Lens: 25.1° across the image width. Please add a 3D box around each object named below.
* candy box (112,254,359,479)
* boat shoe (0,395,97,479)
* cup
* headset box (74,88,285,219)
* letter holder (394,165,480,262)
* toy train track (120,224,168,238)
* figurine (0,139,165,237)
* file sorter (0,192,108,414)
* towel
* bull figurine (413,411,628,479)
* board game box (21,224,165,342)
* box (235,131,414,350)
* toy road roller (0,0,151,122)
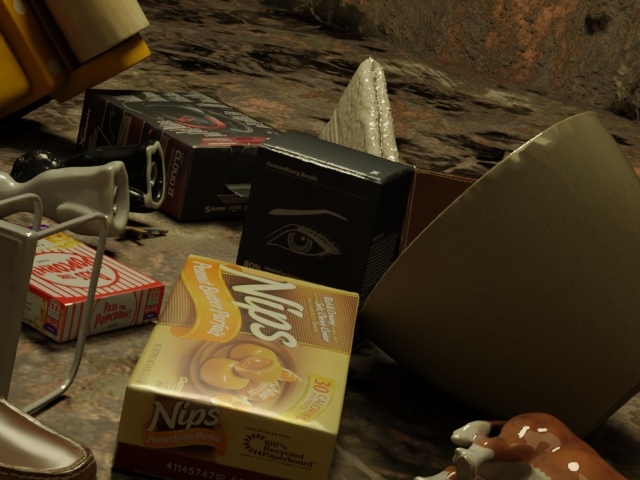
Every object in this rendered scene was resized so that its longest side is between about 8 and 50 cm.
[{"bbox_3d":[-0.068,0.122,1.339,0.183,0.087,0.316,14,20,0],"label":"candy box"},{"bbox_3d":[-0.323,0.125,1.110,0.324,0.116,0.123,17,17,11],"label":"boat shoe"},{"bbox_3d":[0.237,0.068,1.469,0.237,0.331,0.331,49,29,15],"label":"cup"},{"bbox_3d":[-0.172,-0.120,2.018,0.218,0.110,0.293,-4,24,-44],"label":"headset box"},{"bbox_3d":[0.224,0.057,1.740,0.302,0.214,0.152,10,-15,-8],"label":"letter holder"},{"bbox_3d":[-0.224,-0.010,1.799,0.048,0.014,0.083,17,10,38],"label":"toy train track"},{"bbox_3d":[-0.324,-0.064,1.773,0.209,0.092,0.215,1,15,13],"label":"figurine"},{"bbox_3d":[-0.355,0.031,1.266,0.277,0.193,0.173,18,15,13],"label":"file sorter"},{"bbox_3d":[0.043,-0.103,1.912,0.049,0.187,0.282,21,34,-17],"label":"towel"},{"bbox_3d":[0.219,0.240,1.181,0.188,0.101,0.310,0,22,-33],"label":"bull figurine"},{"bbox_3d":[-0.286,0.042,1.527,0.193,0.045,0.147,24,20,31],"label":"board game box"},{"bbox_3d":[0.000,0.000,1.599,0.153,0.207,0.108,20,18,20],"label":"box"},{"bbox_3d":[-0.431,-0.274,2.037,0.329,0.202,0.240,-21,14,33],"label":"toy road roller"}]
